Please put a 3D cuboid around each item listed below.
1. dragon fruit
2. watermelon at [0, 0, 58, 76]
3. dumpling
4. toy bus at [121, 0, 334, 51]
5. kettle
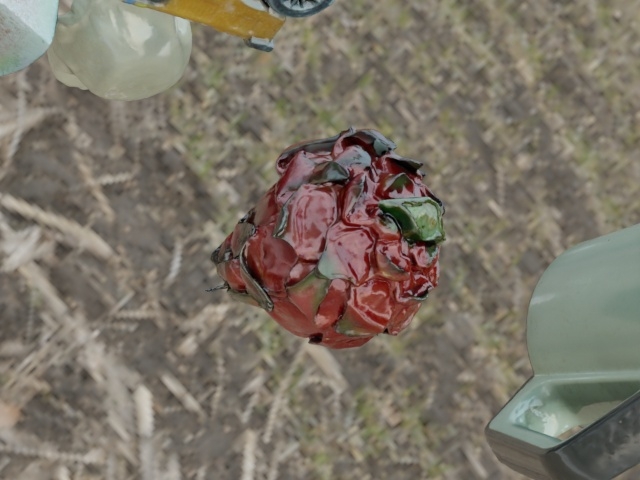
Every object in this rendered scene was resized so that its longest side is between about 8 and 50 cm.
[{"bbox_3d":[0.000,0.000,1.625,0.234,0.293,0.234,0,90,-56],"label":"dragon fruit"},{"bbox_3d":[-0.409,-0.285,1.651,0.289,0.320,0.213,44,10,16],"label":"watermelon"},{"bbox_3d":[-0.230,-0.231,1.763,0.162,0.250,0.132,-8,75,-12],"label":"dumpling"},{"bbox_3d":[-0.033,-0.309,1.103,0.194,0.323,0.162,12,46,-33],"label":"toy bus"},{"bbox_3d":[0.348,0.118,1.520,0.361,0.376,0.250,-45,99,-20],"label":"kettle"}]
